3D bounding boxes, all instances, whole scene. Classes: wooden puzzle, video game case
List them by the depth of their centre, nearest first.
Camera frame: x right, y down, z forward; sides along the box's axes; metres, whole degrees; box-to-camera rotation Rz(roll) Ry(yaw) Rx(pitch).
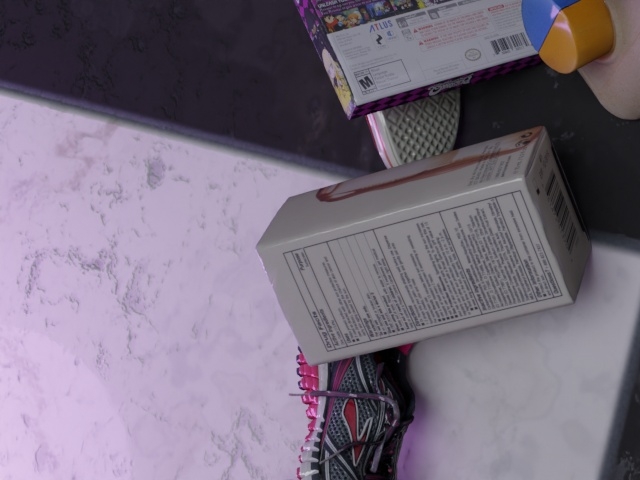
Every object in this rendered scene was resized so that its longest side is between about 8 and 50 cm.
[{"bbox_3d":[0.224,-0.296,1.760,0.080,0.322,0.348,-33,77,-19],"label":"wooden puzzle"},{"bbox_3d":[0.093,-0.248,1.909,0.210,0.232,0.042,66,158,16],"label":"video game case"}]

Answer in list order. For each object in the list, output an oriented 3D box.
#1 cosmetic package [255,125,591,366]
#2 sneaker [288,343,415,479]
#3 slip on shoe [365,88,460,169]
[{"bbox_3d":[0.106,0.007,1.884,0.296,0.129,0.153,-14,113,23],"label":"cosmetic package"},{"bbox_3d":[0.045,0.209,1.924,0.112,0.121,0.299,-22,55,26],"label":"sneaker"},{"bbox_3d":[0.062,-0.216,1.988,0.101,0.123,0.331,-33,71,54],"label":"slip on shoe"}]
